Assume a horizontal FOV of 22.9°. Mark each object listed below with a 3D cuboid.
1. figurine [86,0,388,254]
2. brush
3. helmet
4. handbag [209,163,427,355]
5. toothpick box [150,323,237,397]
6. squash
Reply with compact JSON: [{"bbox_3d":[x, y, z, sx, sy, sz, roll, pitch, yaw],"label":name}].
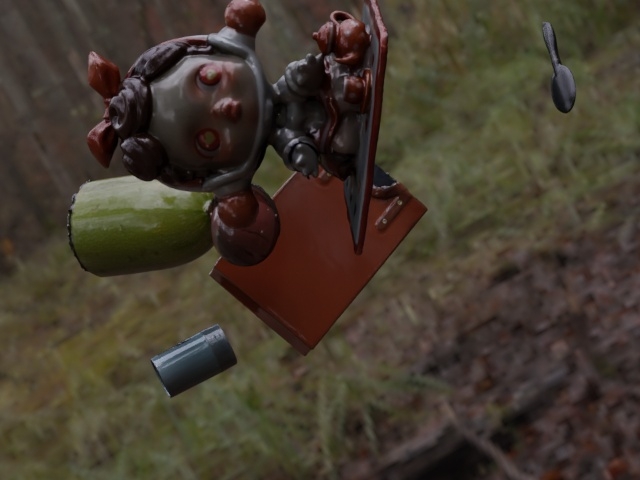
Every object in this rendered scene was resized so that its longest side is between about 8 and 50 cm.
[{"bbox_3d":[-0.073,-0.104,1.250,0.226,0.183,0.160,5,22,-5],"label":"figurine"},{"bbox_3d":[0.177,-0.130,1.180,0.008,0.083,0.024,12,-37,-33],"label":"brush"},{"bbox_3d":[-0.071,-0.007,1.437,0.065,0.084,0.049,-1,44,11],"label":"helmet"},{"bbox_3d":[0.000,0.000,1.541,0.190,0.127,0.063,-50,0,-15],"label":"handbag"},{"bbox_3d":[-0.139,0.133,1.740,0.083,0.052,0.052,-27,8,-12],"label":"toothpick box"},{"bbox_3d":[-0.190,-0.024,1.806,0.186,0.123,0.123,-9,18,29],"label":"squash"}]
